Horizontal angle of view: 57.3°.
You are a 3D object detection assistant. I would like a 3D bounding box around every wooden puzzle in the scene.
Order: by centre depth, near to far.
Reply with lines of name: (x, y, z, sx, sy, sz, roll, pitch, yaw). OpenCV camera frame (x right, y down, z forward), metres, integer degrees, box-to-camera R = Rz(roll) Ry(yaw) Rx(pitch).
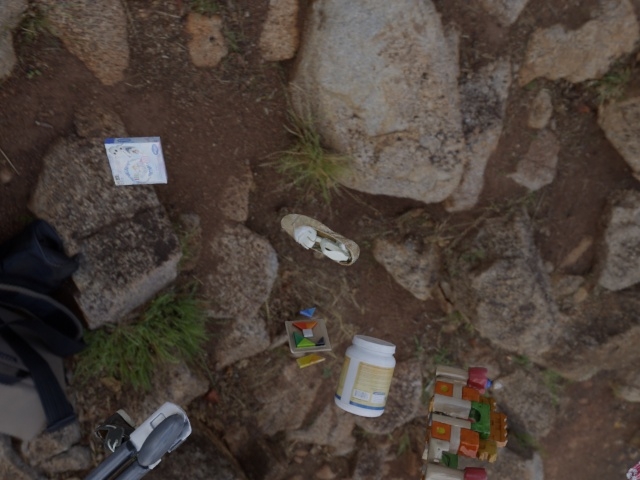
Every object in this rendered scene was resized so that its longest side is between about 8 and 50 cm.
wooden puzzle: (-0.020, 0.162, 0.999, 0.079, 0.116, 0.014, -5, 135, -21)

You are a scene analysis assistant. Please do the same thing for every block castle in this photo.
block castle: (0.420, 0.611, 1.737, 0.453, 0.213, 0.302, -67, 162, -53)

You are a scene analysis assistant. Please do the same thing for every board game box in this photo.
board game box: (-0.318, -0.137, 1.016, 0.090, 0.020, 0.090, -2, 135, -5)

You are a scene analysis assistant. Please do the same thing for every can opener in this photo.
can opener: (-0.355, 0.404, 1.057, 0.283, 0.076, 0.095, -42, 166, 2)

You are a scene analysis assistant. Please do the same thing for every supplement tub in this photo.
supplement tub: (0.129, 0.377, 1.645, 0.145, 0.144, 0.199, 15, 89, -39)

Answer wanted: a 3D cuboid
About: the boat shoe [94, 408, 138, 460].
boat shoe: (-0.430, 0.446, 1.284, 0.079, 0.233, 0.083, -22, 107, -33)

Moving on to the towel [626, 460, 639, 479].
towel: (0.650, 0.364, 1.034, 0.144, 0.029, 0.197, 10, 132, -34)

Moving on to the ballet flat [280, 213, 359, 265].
ballet flat: (0.000, 0.000, 1.393, 0.206, 0.067, 0.073, 22, 121, -7)
